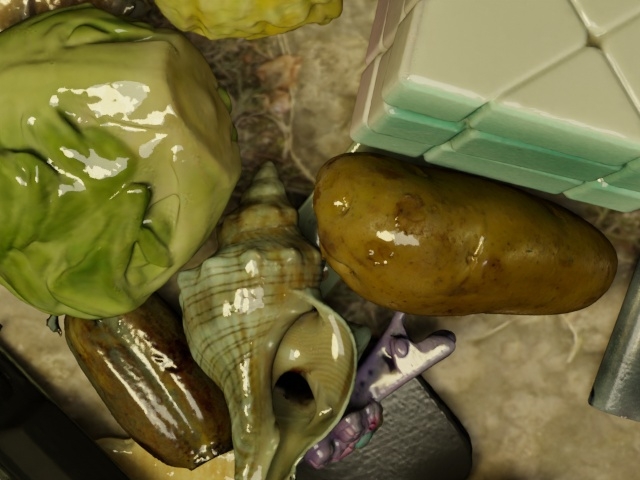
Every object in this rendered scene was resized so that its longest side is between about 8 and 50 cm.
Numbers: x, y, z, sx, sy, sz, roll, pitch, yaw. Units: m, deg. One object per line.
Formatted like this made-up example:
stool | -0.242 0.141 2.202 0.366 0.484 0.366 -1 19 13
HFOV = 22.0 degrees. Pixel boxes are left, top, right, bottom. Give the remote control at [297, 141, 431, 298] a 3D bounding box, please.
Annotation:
remote control | -0.001 0.000 1.804 0.090 0.038 0.309 38 103 -12

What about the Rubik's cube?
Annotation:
Rubik's cube | 0.229 -0.225 1.547 0.321 0.316 0.319 14 82 -5

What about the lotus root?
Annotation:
lotus root | -0.183 0.142 1.787 0.124 0.123 0.241 -36 90 9

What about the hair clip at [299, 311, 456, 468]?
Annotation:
hair clip | 0.047 0.171 1.779 0.090 0.137 0.278 38 91 6

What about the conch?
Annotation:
conch | -0.048 0.109 1.732 0.203 0.169 0.386 -3 95 4

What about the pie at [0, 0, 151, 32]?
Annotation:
pie | -0.323 -0.326 1.674 0.337 0.075 0.338 0 109 1

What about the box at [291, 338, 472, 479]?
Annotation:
box | 0.055 0.233 1.878 0.201 0.042 0.212 -40 103 10

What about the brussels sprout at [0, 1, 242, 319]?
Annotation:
brussels sprout | -0.235 -0.070 1.660 0.328 0.247 0.328 -4 140 -3

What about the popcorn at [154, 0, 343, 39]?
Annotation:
popcorn | -0.075 -0.330 1.581 0.237 0.293 0.293 -1 108 10

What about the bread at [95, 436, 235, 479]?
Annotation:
bread | -0.171 0.343 1.901 0.316 0.054 0.316 0 109 -1

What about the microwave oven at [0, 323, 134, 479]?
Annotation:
microwave oven | -0.363 0.316 1.761 0.286 0.218 0.355 -43 92 17

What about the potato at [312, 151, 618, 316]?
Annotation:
potato | 0.155 0.008 1.708 0.369 0.176 0.195 11 148 -29

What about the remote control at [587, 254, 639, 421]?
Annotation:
remote control | 0.405 0.026 1.820 0.107 0.044 0.378 13 107 -10
